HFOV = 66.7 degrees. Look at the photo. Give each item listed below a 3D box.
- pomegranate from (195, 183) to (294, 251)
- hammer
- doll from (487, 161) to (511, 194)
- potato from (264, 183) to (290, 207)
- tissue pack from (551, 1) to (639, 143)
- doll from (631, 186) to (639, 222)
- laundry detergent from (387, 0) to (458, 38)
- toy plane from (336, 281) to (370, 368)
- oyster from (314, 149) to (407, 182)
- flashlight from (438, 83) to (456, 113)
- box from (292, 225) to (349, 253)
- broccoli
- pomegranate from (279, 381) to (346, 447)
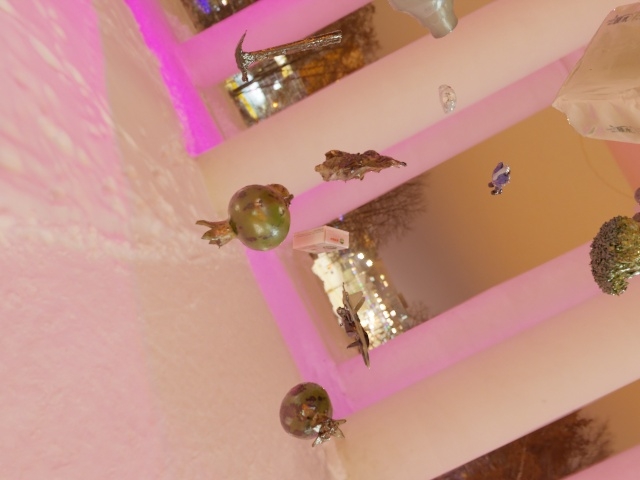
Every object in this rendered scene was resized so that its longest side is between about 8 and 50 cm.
[{"bbox_3d":[-0.171,-0.050,1.111,0.156,0.219,0.157,-4,90,-82],"label":"pomegranate"},{"bbox_3d":[-0.080,-0.507,1.281,0.027,0.296,0.125,-121,-162,-56],"label":"hammer"},{"bbox_3d":[0.713,-0.249,1.926,0.195,0.070,0.096,85,-11,-68],"label":"doll"},{"bbox_3d":[-0.162,-0.105,1.576,0.137,0.137,0.176,59,29,-50],"label":"potato"},{"bbox_3d":[0.740,-0.355,1.027,0.207,0.297,0.380,32,3,-22],"label":"tissue pack"},{"bbox_3d":[1.158,-0.012,1.503,0.382,0.252,0.379,18,-42,39],"label":"doll"},{"bbox_3d":[0.183,-0.610,1.002,0.398,0.263,0.125,45,29,-31],"label":"laundry detergent"},{"bbox_3d":[0.094,0.251,1.404,0.192,0.088,0.262,67,15,-49],"label":"toy plane"},{"bbox_3d":[0.115,-0.258,1.697,0.221,0.360,0.096,-28,-106,61],"label":"oyster"},{"bbox_3d":[0.401,-0.446,1.526,0.200,0.047,0.093,-53,127,-72],"label":"flashlight"},{"bbox_3d":[0.000,0.000,1.247,0.089,0.125,0.043,14,72,-40],"label":"box"},{"bbox_3d":[0.730,0.036,1.124,0.194,0.193,0.220,60,40,-47],"label":"broccoli"},{"bbox_3d":[-0.026,0.443,1.221,0.169,0.148,0.149,49,-8,49],"label":"pomegranate"}]
